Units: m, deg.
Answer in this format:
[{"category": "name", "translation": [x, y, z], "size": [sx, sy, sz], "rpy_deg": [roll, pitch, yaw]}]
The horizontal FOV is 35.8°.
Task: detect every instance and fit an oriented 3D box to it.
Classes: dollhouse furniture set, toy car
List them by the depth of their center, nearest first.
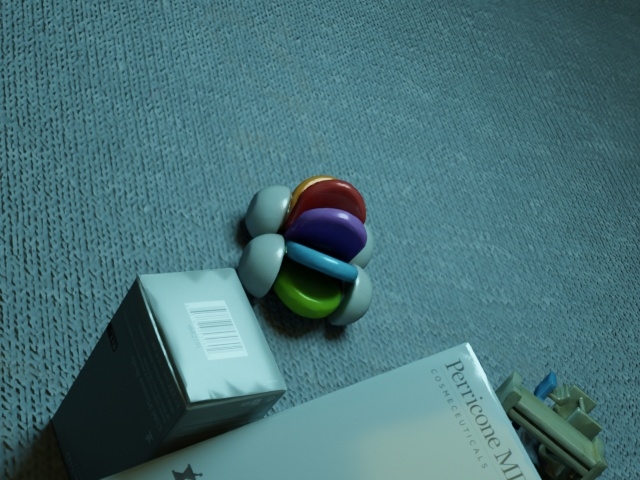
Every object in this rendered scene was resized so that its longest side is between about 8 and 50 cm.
[{"category": "toy car", "translation": [0.000, 0.000, 1.146], "size": [0.159, 0.136, 0.182], "rpy_deg": [23, 44, -18]}, {"category": "dollhouse furniture set", "translation": [0.234, 0.226, 1.148], "size": [0.129, 0.129, 0.184], "rpy_deg": [39, 17, 1]}]

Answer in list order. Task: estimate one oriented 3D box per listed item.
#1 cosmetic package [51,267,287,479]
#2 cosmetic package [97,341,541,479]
[{"category": "cosmetic package", "translation": [-0.138, 0.141, 0.851], "size": [0.107, 0.238, 0.127], "rpy_deg": [-2, 53, -40]}, {"category": "cosmetic package", "translation": [-0.013, 0.258, 0.794], "size": [0.385, 0.156, 0.217], "rpy_deg": [-21, 64, -16]}]
